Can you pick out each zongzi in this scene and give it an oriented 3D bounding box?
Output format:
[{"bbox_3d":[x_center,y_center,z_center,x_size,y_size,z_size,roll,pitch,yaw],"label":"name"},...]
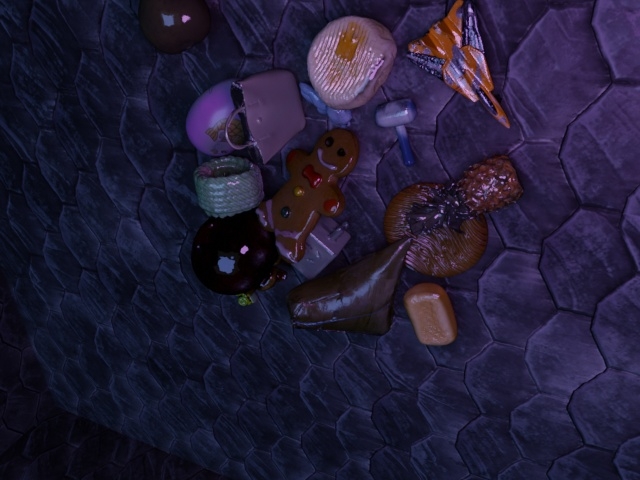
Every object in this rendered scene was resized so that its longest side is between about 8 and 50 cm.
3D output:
[{"bbox_3d":[0.078,0.130,1.695,0.356,0.174,0.393,2,130,-11],"label":"zongzi"}]

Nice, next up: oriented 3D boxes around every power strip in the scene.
[{"bbox_3d":[0.000,0.000,1.755,0.140,0.139,0.224,43,129,0],"label":"power strip"}]

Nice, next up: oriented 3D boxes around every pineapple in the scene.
[{"bbox_3d":[0.378,-0.105,1.449,0.310,0.170,0.141,-26,146,23],"label":"pineapple"}]

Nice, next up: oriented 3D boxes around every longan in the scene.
[{"bbox_3d":[-0.419,-0.643,1.558,0.220,0.196,0.197,-2,118,40],"label":"longan"}]

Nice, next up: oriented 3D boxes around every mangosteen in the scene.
[{"bbox_3d":[-0.266,0.055,1.851,0.307,0.307,0.347,-28,133,37],"label":"mangosteen"}]

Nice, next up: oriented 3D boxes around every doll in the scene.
[{"bbox_3d":[0.023,-0.400,1.554,0.075,0.120,0.180,-44,75,-5],"label":"doll"}]

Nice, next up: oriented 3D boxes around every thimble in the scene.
[{"bbox_3d":[-0.296,-0.175,1.767,0.219,0.219,0.150,9,124,23],"label":"thimble"}]

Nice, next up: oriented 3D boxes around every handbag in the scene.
[{"bbox_3d":[-0.157,-0.346,1.518,0.109,0.315,0.241,-3,118,27],"label":"handbag"}]

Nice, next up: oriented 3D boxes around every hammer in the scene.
[{"bbox_3d":[0.224,-0.294,1.509,0.116,0.069,0.194,-5,120,29],"label":"hammer"}]

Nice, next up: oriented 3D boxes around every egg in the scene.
[{"bbox_3d":[-0.296,-0.378,1.651,0.196,0.196,0.271,37,127,3],"label":"egg"}]

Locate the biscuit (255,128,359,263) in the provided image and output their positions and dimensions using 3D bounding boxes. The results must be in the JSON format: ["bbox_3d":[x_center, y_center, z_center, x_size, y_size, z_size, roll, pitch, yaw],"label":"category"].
[{"bbox_3d":[-0.043,-0.159,1.640,0.432,0.064,0.283,-50,58,24],"label":"biscuit"}]

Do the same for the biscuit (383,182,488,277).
[{"bbox_3d":[0.338,-0.025,1.625,0.317,0.040,0.318,14,124,21],"label":"biscuit"}]

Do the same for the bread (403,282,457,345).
[{"bbox_3d":[0.355,0.231,1.732,0.147,0.098,0.217,-5,118,29],"label":"bread"}]

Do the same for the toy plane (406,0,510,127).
[{"bbox_3d":[0.375,-0.411,1.340,0.316,0.103,0.204,45,131,-12],"label":"toy plane"}]

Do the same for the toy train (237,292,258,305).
[{"bbox_3d":[-0.331,0.137,2.073,0.085,0.053,0.250,-23,106,28],"label":"toy train"}]

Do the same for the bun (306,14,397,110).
[{"bbox_3d":[0.086,-0.455,1.423,0.243,0.153,0.244,2,95,29],"label":"bun"}]
